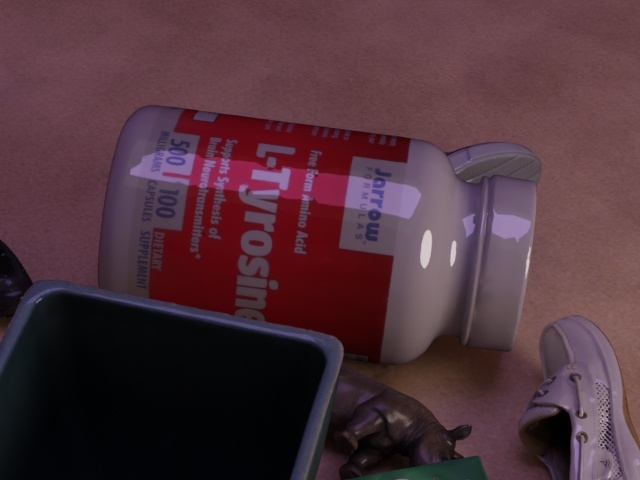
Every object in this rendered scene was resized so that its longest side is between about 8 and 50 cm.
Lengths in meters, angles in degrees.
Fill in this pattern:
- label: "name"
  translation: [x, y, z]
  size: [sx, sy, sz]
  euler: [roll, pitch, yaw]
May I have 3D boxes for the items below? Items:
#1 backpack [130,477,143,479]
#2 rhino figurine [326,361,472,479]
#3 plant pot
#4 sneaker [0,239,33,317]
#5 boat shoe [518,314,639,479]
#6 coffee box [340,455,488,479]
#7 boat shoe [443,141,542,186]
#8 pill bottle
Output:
- label: "backpack"
  translation: [-0.158, 0.192, 1.354]
  size: [0.114, 0.105, 0.084]
  euler: [31, 54, 29]
- label: "rhino figurine"
  translation: [0.047, 0.173, 1.441]
  size: [0.243, 0.073, 0.106]
  euler: [25, 42, 19]
- label: "plant pot"
  translation: [-0.130, 0.220, 1.168]
  size: [0.247, 0.252, 0.248]
  euler: [10, 46, 8]
- label: "sneaker"
  translation: [-0.375, -0.007, 1.616]
  size: [0.078, 0.106, 0.234]
  euler: [-22, 43, -33]
- label: "boat shoe"
  translation: [0.232, 0.167, 1.453]
  size: [0.096, 0.098, 0.277]
  euler: [1, 35, -8]
- label: "coffee box"
  translation: [0.067, 0.254, 1.325]
  size: [0.184, 0.040, 0.113]
  euler: [-9, 57, -19]
- label: "boat shoe"
  translation: [0.112, -0.056, 1.763]
  size: [0.302, 0.109, 0.094]
  euler: [-18, 38, -26]
- label: "pill bottle"
  translation: [0.000, 0.000, 1.550]
  size: [0.407, 0.229, 0.229]
  euler: [7, 34, 3]
